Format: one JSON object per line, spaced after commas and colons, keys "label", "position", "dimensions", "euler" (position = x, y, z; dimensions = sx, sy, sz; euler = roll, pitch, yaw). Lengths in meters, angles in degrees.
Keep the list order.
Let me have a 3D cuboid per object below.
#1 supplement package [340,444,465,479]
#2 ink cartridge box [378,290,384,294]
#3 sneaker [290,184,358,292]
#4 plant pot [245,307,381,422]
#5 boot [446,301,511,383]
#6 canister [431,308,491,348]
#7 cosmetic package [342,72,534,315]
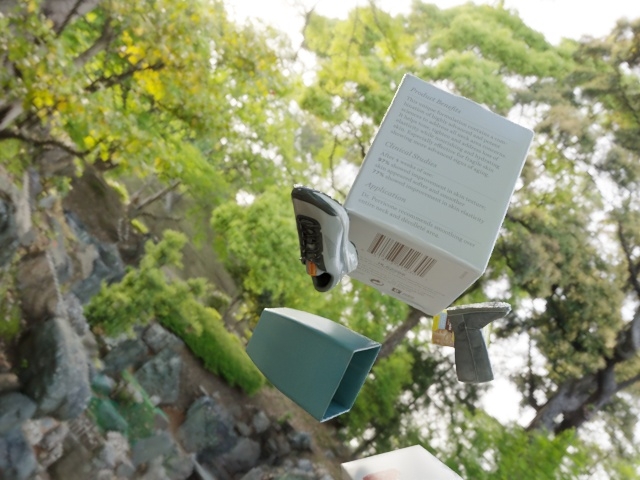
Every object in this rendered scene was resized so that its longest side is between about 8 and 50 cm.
{"label": "supplement package", "position": [0.165, 0.509, 1.273], "dimensions": [0.293, 0.178, 0.175], "euler": [179, -99, -76]}
{"label": "ink cartridge box", "position": [0.214, 0.025, 1.979], "dimensions": [0.158, 0.218, 0.092], "euler": [52, 25, 12]}
{"label": "sneaker", "position": [0.000, 0.000, 1.372], "dimensions": [0.100, 0.108, 0.271], "euler": [18, -33, 33]}
{"label": "plant pot", "position": [-0.028, 0.242, 1.506], "dimensions": [0.234, 0.165, 0.165], "euler": [29, 8, 23]}
{"label": "boot", "position": [0.427, 0.271, 1.857], "dimensions": [0.190, 0.076, 0.208], "euler": [-11, -90, 38]}
{"label": "canister", "position": [0.441, 0.283, 2.222], "dimensions": [0.170, 0.126, 0.073], "euler": [6, -2, 34]}
{"label": "cosmetic package", "position": [0.239, -0.096, 1.647], "dimensions": [0.329, 0.393, 0.327], "euler": [26, -24, 2]}
